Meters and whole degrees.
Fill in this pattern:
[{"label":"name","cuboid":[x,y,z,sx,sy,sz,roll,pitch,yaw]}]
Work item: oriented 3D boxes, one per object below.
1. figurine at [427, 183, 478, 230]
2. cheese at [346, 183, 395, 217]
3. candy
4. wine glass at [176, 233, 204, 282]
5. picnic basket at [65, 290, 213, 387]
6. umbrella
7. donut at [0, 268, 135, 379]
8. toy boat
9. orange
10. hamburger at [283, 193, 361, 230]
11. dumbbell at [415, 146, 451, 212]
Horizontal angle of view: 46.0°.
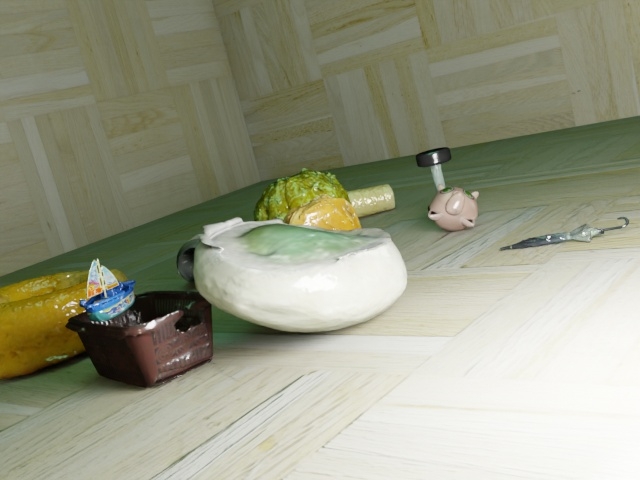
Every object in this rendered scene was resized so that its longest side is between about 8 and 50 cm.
[{"label":"figurine","cuboid":[0.341,-0.083,1.925,0.125,0.125,0.138,-10,25,23]},{"label":"cheese","cuboid":[0.157,-0.129,2.499,0.167,0.093,0.123,-12,0,-8]},{"label":"candy","cuboid":[-0.050,0.064,1.406,0.386,0.186,0.427,13,12,28]},{"label":"wine glass","cuboid":[-0.344,0.051,2.157,0.127,0.126,0.241,-15,9,-3]},{"label":"picnic basket","cuboid":[-0.328,0.183,1.434,0.223,0.129,0.297,-22,13,-40]},{"label":"umbrella","cuboid":[0.498,-0.004,1.559,0.269,0.044,0.044,-16,46,30]},{"label":"donut","cuboid":[-0.626,0.170,1.813,0.378,0.163,0.435,-19,11,-27]},{"label":"toy boat","cuboid":[-0.396,0.086,1.366,0.091,0.110,0.175,-12,11,4]},{"label":"orange","cuboid":[-0.066,-0.100,2.304,0.301,0.223,0.300,-21,7,-28]},{"label":"hamburger","cuboid":[0.000,0.002,1.750,0.214,0.213,0.108,-20,15,-27]},{"label":"dumbbell","cuboid":[0.340,-0.164,2.154,0.100,0.191,0.100,-14,9,2]}]
